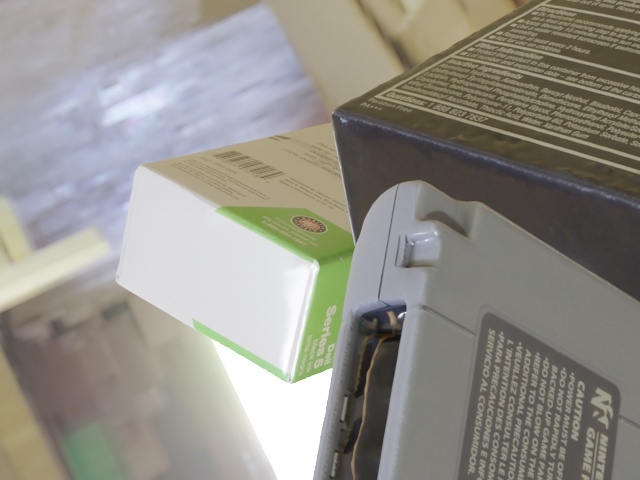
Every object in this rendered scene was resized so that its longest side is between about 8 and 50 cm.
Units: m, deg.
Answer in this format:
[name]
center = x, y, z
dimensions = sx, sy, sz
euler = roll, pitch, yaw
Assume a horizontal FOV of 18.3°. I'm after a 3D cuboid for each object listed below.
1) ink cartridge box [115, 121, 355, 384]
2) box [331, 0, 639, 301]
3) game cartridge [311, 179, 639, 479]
[ink cartridge box]
center = 0.000, 0.000, 1.647
dimensions = 0.273, 0.198, 0.115
euler = -16, 126, -49
[box]
center = 0.221, -0.029, 1.157
dimensions = 0.294, 0.183, 0.296
euler = -32, -144, -32
[game cartridge]
center = 0.076, 0.146, 0.840
dimensions = 0.062, 0.297, 0.198
euler = -11, 149, 40
